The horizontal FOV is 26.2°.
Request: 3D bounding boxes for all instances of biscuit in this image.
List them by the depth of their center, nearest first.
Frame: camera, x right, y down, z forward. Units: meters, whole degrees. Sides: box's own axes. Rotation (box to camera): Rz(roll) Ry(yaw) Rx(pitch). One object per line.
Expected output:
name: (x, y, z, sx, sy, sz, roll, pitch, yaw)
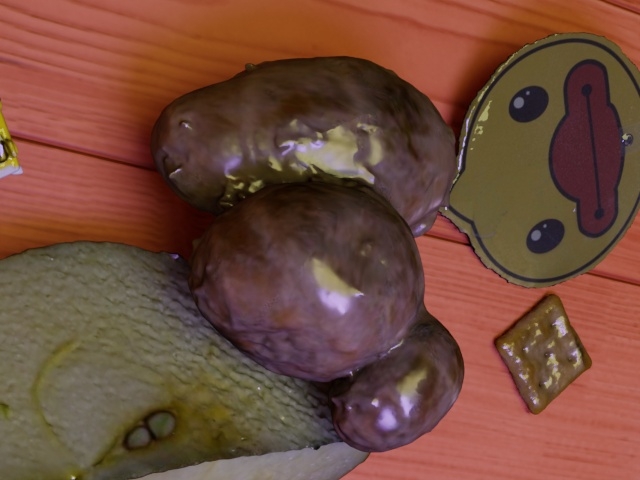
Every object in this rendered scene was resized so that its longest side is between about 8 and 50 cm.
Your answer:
biscuit: (0.201, 0.102, 1.235, 0.081, 0.018, 0.083, -36, 108, -23)

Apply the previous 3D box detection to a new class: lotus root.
lotus root: (0.221, -0.128, 1.229, 0.083, 0.037, 0.030, 27, 77, -28)

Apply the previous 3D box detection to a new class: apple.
apple: (-0.136, 0.133, 0.953, 0.346, 0.179, 0.254, -6, 102, -39)

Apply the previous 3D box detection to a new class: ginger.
ginger: (0.000, 0.000, 0.987, 0.245, 0.155, 0.304, 19, 52, -32)

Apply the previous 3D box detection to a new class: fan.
fan: (0.247, -0.083, 1.224, 0.335, 0.011, 0.229, -20, 114, -21)

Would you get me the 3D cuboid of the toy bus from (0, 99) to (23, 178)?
toy bus: (-0.312, -0.036, 0.900, 0.226, 0.081, 0.074, -28, 106, -26)
